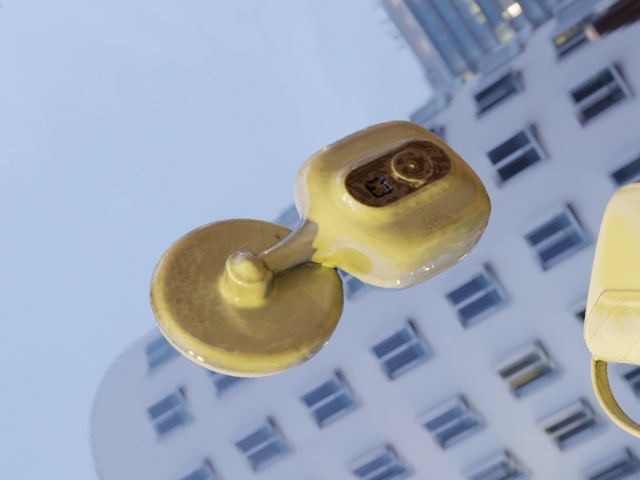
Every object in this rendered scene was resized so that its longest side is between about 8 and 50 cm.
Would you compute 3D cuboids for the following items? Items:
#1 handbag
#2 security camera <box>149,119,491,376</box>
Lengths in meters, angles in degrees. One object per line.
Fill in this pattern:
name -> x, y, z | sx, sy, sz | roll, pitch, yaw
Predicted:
handbag -> 0.306, 0.061, 1.001 | 0.079, 0.256, 0.219 | 20, -101, -32
security camera -> 0.000, 0.000, 1.076 | 0.302, 0.080, 0.157 | -28, -121, -27
